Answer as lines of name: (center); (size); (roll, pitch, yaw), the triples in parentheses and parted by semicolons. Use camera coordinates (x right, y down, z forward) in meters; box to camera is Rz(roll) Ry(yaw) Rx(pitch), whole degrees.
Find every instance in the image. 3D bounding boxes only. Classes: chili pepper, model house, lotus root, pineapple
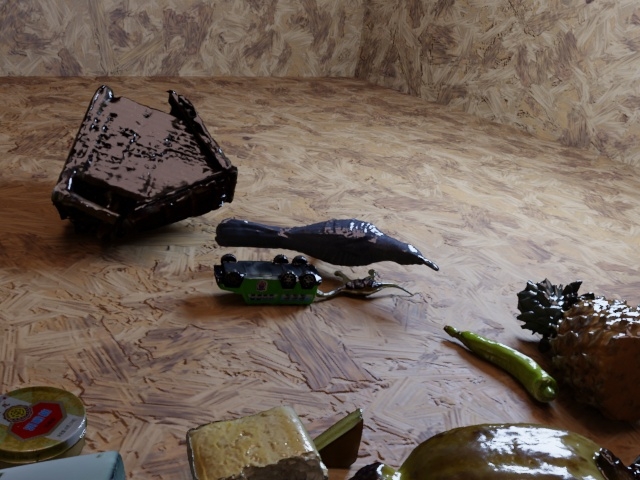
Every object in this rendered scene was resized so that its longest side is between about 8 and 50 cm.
chili pepper: (0.264, 0.171, 0.947); (0.048, 0.043, 0.208); (-31, 33, -20)
model house: (-0.297, -0.104, 1.212); (0.282, 0.297, 0.317); (15, -16, -11)
lotus root: (0.174, 0.247, 0.600); (0.313, 0.142, 0.169); (3, 19, 9)
pineapple: (0.371, 0.139, 0.950); (0.157, 0.158, 0.278); (2, 14, -17)

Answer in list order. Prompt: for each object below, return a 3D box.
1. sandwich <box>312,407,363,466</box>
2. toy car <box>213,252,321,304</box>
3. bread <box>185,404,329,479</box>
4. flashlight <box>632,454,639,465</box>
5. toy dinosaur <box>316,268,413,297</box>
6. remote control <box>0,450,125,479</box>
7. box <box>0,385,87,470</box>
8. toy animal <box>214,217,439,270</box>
sandwich: (0.023, 0.224, 0.724); (0.044, 0.083, 0.031); (50, 8, -17)
toy car: (-0.084, 0.062, 1.029); (0.165, 0.063, 0.071); (2, 23, -17)
bread: (-0.063, 0.222, 0.647); (0.125, 0.082, 0.106); (-10, 17, -17)
flashlight: (0.511, 0.316, 0.622); (0.103, 0.103, 0.424); (-13, 31, -42)
toy dinosaur: (0.069, 0.072, 1.105); (0.180, 0.037, 0.058); (-5, 46, -17)
remote control: (-0.216, 0.226, 0.436); (0.145, 0.050, 0.344); (-7, 4, -10)
box: (-0.292, 0.193, 0.674); (0.105, 0.037, 0.105); (8, 22, -3)
toy animal: (0.022, -0.002, 1.152); (0.366, 0.081, 0.206); (9, 9, 7)
